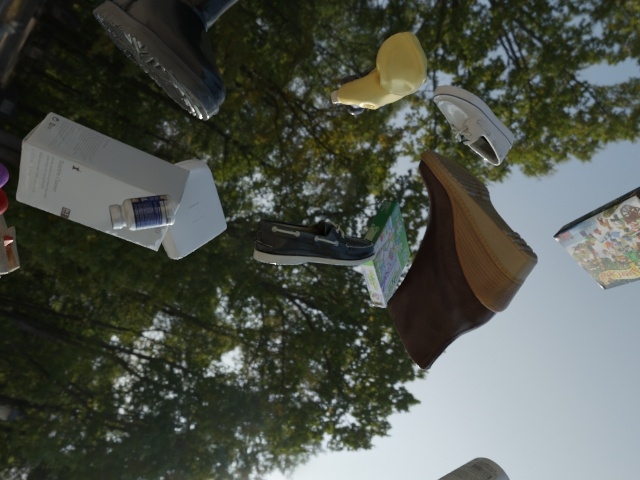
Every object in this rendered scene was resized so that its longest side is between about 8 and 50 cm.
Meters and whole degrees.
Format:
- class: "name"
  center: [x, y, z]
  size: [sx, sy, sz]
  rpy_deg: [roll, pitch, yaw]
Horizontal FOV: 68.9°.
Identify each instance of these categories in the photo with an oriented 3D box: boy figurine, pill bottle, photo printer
- class: "boy figurine"
  center: [0.105, -0.284, 0.828]
  size: [0.177, 0.092, 0.285]
  rpy_deg: [-19, -171, -4]
- class: "pill bottle"
  center: [-0.370, -0.057, 0.969]
  size: [0.067, 0.120, 0.067]
  rpy_deg: [32, -52, 55]
- class: "photo printer"
  center: [-0.481, -0.124, 1.669]
  size: [0.107, 0.307, 0.256]
  rpy_deg: [17, -139, 36]
- class: "pill bottle"
  center: [0.326, 0.602, 1.072]
  size: [0.131, 0.229, 0.131]
  rpy_deg: [10, -78, 53]

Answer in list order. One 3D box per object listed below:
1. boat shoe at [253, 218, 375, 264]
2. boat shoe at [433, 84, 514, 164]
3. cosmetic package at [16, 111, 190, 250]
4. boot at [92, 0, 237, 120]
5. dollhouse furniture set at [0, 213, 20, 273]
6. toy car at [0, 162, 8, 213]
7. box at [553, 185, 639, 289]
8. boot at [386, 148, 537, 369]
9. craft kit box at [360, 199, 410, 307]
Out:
- class: "boat shoe"
  center: [0.000, 0.000, 1.031]
  size: [0.114, 0.302, 0.091]
  rpy_deg: [24, -70, 53]
- class: "boat shoe"
  center: [0.362, -0.270, 1.110]
  size: [0.095, 0.258, 0.084]
  rpy_deg: [2, -114, 66]
- class: "cosmetic package"
  center: [-0.580, -0.150, 1.269]
  size: [0.217, 0.385, 0.156]
  rpy_deg: [-53, -158, 38]
- class: "boot"
  center: [-0.148, -0.459, 0.837]
  size: [0.445, 0.146, 0.367]
  rpy_deg: [-42, -117, -9]
- class: "dollhouse furniture set"
  center: [-0.693, 0.033, 0.861]
  size: [0.259, 0.262, 0.135]
  rpy_deg: [-21, -101, 26]
- class: "toy car"
  center: [-0.523, -0.085, 0.662]
  size: [0.159, 0.136, 0.182]
  rpy_deg: [-107, -149, -49]
- class: "box"
  center: [0.600, 0.002, 0.923]
  size: [0.044, 0.159, 0.233]
  rpy_deg: [-38, 172, -19]
- class: "boot"
  center: [0.145, 0.017, 0.622]
  size: [0.207, 0.090, 0.248]
  rpy_deg: [-53, -141, 30]
- class: "craft kit box"
  center: [0.207, 0.043, 1.498]
  size: [0.061, 0.247, 0.250]
  rpy_deg: [9, -132, 28]
